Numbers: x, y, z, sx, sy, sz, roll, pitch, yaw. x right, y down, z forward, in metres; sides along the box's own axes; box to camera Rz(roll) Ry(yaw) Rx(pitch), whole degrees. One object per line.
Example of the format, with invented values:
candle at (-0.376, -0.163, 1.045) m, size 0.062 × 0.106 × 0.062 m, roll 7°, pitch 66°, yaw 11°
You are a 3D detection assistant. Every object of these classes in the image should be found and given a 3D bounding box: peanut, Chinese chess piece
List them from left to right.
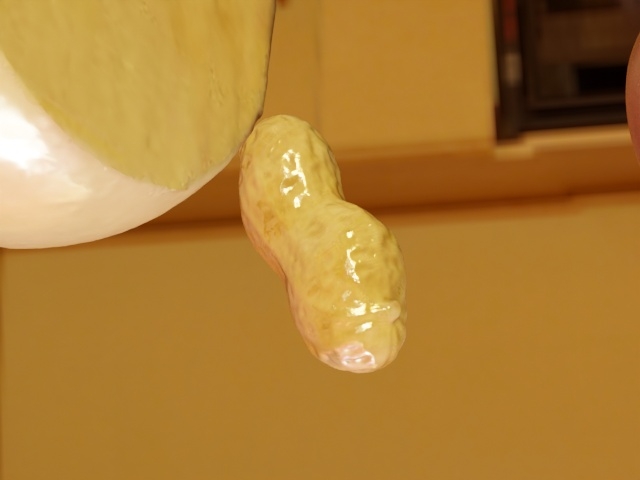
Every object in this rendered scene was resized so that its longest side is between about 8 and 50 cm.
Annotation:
Chinese chess piece at (-0.111, -0.121, 0.689) m, size 0.251 × 0.097 × 0.251 m, roll 36°, pitch -132°, yaw -55°
peanut at (0.000, 0.000, 1.746) m, size 0.101 × 0.117 × 0.263 m, roll 32°, pitch -157°, yaw -56°

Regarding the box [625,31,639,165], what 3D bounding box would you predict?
box at (0.314, -0.117, 1.279) m, size 0.404 × 0.108 × 0.263 m, roll 107°, pitch 147°, yaw -56°
